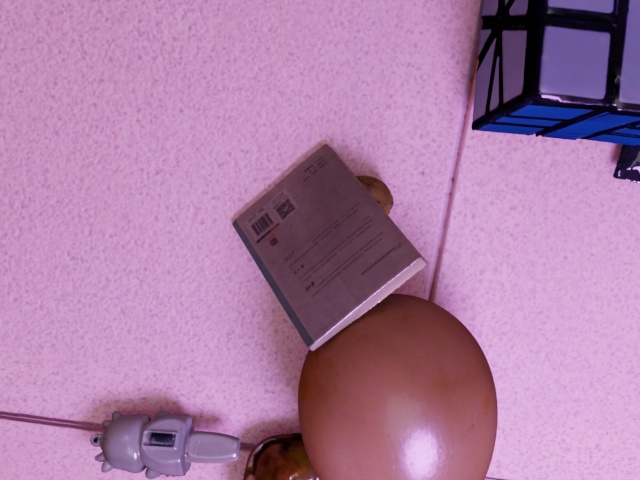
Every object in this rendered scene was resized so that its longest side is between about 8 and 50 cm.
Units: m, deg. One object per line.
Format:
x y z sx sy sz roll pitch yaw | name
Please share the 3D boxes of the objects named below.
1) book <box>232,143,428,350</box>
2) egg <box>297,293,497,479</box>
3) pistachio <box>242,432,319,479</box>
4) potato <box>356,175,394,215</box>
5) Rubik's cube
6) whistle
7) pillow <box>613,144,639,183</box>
0.000 0.000 1.096 0.215 0.282 0.025 -38 144 7 | book
0.116 0.265 1.107 0.301 0.301 0.373 -1 103 -2 | egg
-0.042 0.401 1.219 0.210 0.130 0.165 -33 98 -4 | pistachio
0.049 -0.052 1.158 0.138 0.070 0.091 -25 86 2 | potato
0.386 -0.293 0.999 0.284 0.288 0.293 3 90 -2 | Rubik's cube
-0.261 0.340 1.211 0.253 0.106 0.101 1 92 4 | whistle
0.586 -0.138 1.169 0.208 0.055 0.141 13 90 -4 | pillow
